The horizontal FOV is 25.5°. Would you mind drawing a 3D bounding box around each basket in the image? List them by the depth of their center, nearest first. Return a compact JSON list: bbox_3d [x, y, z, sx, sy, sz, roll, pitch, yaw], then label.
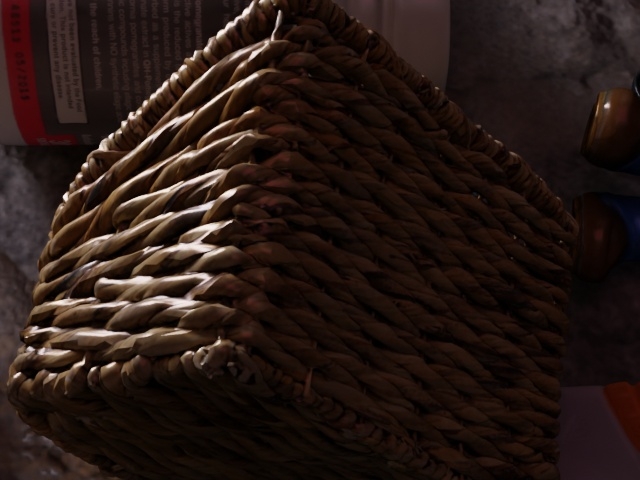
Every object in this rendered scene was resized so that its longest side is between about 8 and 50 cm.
[{"bbox_3d":[-0.012,0.037,0.817,0.213,0.299,0.223,-14,57,39],"label":"basket"}]

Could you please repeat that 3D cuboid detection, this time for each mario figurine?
[{"bbox_3d":[0.332,-0.019,0.931,0.321,0.198,0.170,7,48,6],"label":"mario figurine"}]

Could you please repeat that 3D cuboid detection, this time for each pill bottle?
[{"bbox_3d":[-0.075,-0.156,0.995,0.319,0.176,0.176,-1,60,-2],"label":"pill bottle"}]

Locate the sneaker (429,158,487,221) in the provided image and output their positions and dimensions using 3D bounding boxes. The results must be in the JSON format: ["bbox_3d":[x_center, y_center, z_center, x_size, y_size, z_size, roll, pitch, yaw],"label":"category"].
[{"bbox_3d":[0.000,0.000,0.938,0.262,0.125,0.104,-31,65,-18],"label":"sneaker"}]

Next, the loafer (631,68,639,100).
[{"bbox_3d":[0.327,-0.158,1.034,0.223,0.078,0.076,-27,53,13],"label":"loafer"}]

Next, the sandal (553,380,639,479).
[{"bbox_3d":[0.187,0.143,0.901,0.265,0.076,0.102,5,54,25],"label":"sandal"}]
